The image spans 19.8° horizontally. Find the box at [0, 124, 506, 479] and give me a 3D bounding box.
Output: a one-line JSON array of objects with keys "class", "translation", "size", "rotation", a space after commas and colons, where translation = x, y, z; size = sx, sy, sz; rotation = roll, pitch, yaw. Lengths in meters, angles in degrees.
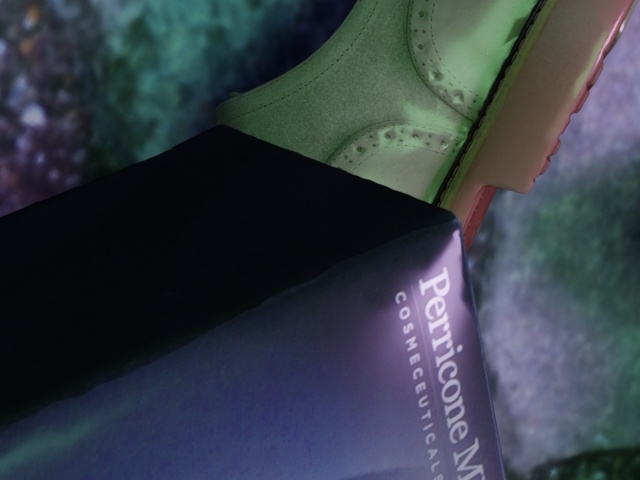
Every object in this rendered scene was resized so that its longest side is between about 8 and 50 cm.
[{"class": "box", "translation": [-0.084, 0.151, 0.685], "size": [0.294, 0.183, 0.296], "rotation": [-25, 117, -27]}]

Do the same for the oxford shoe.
[{"class": "oxford shoe", "translation": [0.000, 0.000, 0.893], "size": [0.146, 0.140, 0.397], "rotation": [32, 96, 3]}]
